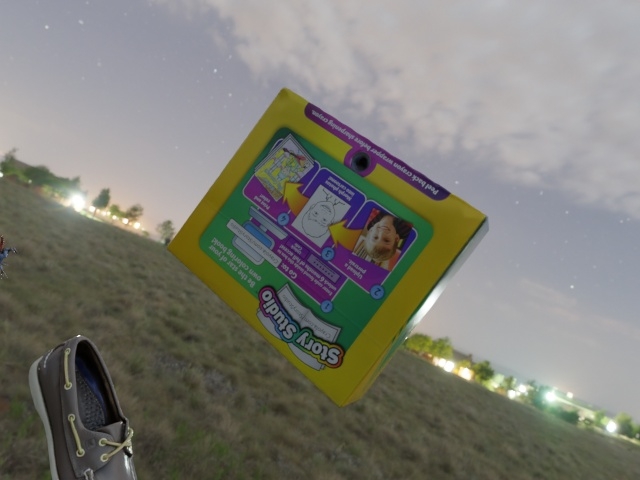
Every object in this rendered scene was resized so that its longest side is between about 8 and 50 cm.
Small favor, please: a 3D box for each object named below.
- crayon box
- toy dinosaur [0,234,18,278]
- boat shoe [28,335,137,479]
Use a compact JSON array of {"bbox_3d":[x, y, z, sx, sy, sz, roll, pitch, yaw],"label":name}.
[{"bbox_3d":[0.000,0.000,0.717,0.363,0.313,0.106,38,5,21],"label":"crayon box"},{"bbox_3d":[-0.731,0.042,1.093,0.047,0.082,0.090,23,-39,63],"label":"toy dinosaur"},{"bbox_3d":[-0.366,0.313,0.783,0.324,0.097,0.117,60,16,17],"label":"boat shoe"}]
